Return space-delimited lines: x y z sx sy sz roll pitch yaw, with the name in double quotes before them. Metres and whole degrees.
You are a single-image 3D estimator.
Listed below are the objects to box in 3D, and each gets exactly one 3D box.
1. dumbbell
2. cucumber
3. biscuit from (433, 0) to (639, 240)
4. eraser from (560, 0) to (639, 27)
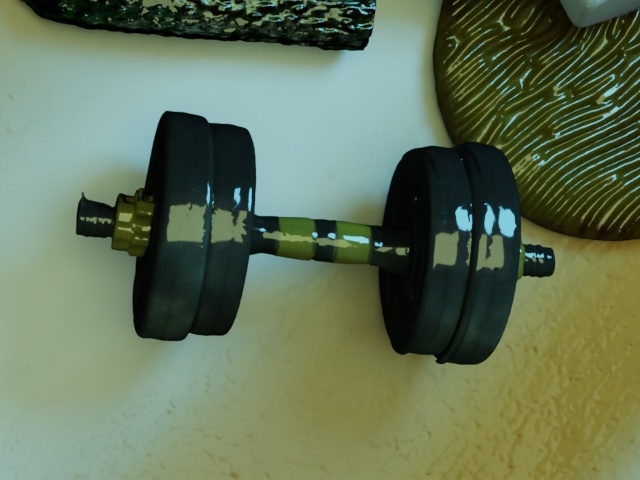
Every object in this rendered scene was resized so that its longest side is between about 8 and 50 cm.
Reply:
"dumbbell" 0.000 0.000 1.447 0.388 0.185 0.185 6 88 -12
"cucumber" -0.102 -0.195 1.489 0.293 0.067 0.068 3 89 -11
"biscuit" 0.251 -0.157 1.570 0.317 0.040 0.318 0 88 -11
"eraser" 0.226 -0.328 1.512 0.174 0.095 0.270 -24 81 -16
